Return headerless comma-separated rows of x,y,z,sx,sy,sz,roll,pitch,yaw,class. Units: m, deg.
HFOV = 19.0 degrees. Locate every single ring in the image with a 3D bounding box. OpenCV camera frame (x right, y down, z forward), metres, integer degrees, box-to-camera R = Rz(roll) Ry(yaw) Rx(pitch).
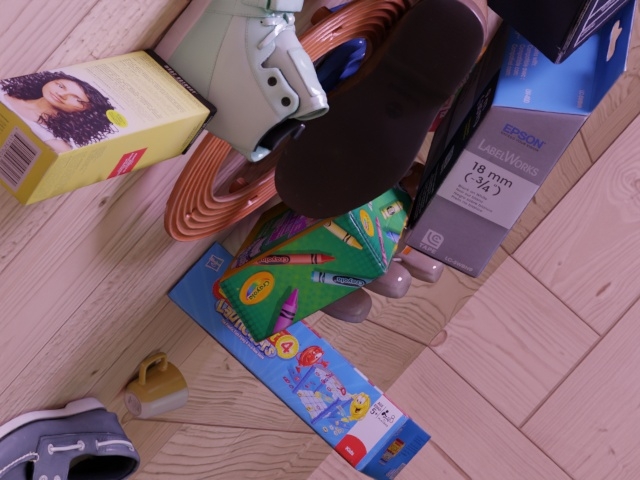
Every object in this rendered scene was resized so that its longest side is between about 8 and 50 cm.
-0.037,-0.128,1.902,0.336,0.032,0.336,-43,167,-13,ring

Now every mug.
-0.207,0.179,2.322,0.064,0.078,0.062,-25,-172,-39,mug

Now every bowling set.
0.062,-0.029,2.434,0.287,0.154,0.200,-20,131,-61,bowling set

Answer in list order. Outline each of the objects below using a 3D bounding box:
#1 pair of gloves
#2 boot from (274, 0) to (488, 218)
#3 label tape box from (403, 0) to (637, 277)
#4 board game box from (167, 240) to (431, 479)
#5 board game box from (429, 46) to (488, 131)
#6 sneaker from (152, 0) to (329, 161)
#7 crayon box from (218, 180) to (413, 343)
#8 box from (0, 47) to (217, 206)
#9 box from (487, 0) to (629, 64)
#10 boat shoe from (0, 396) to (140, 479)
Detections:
0.009,-0.188,1.979,0.159,0.023,0.198,-40,166,-30,pair of gloves
0.069,-0.142,1.913,0.305,0.112,0.115,-47,-171,30,boot
0.227,-0.156,2.162,0.333,0.106,0.240,-59,-172,38,label tape box
-0.017,0.154,2.279,0.086,0.302,0.308,-47,168,-2,board game box
0.205,-0.188,2.360,0.259,0.039,0.124,-8,144,-35,board game box
-0.022,-0.187,1.593,0.256,0.151,0.094,-54,164,21,sneaker
0.000,0.000,2.097,0.165,0.081,0.278,-29,-169,16,crayon box
-0.180,-0.093,1.506,0.058,0.087,0.232,-54,167,26,box
0.309,-0.390,1.985,0.296,0.183,0.294,-42,166,-26,box
-0.304,0.255,2.104,0.116,0.099,0.319,-52,166,21,boat shoe
